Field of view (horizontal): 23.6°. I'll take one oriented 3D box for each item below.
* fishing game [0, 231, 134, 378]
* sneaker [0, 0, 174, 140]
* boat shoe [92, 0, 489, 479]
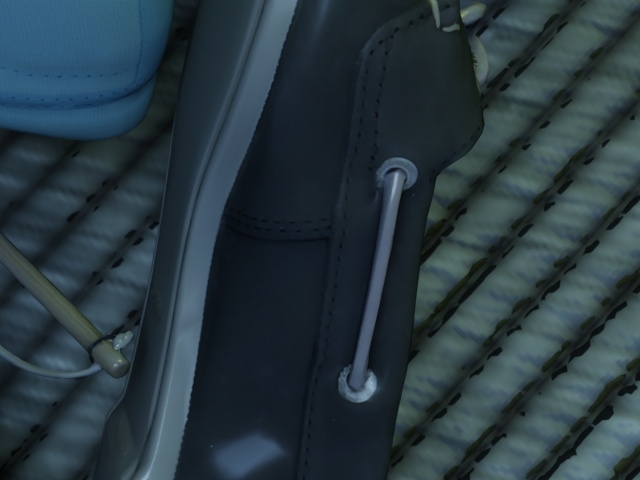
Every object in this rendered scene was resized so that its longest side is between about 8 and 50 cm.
[{"bbox_3d":[-0.173,0.103,0.487,0.264,0.041,0.189,-50,54,-2],"label":"fishing game"},{"bbox_3d":[-0.215,-0.097,0.488,0.365,0.135,0.150,13,130,22],"label":"sneaker"},{"bbox_3d":[0.000,0.000,0.464,0.095,0.112,0.335,12,106,-15],"label":"boat shoe"}]
